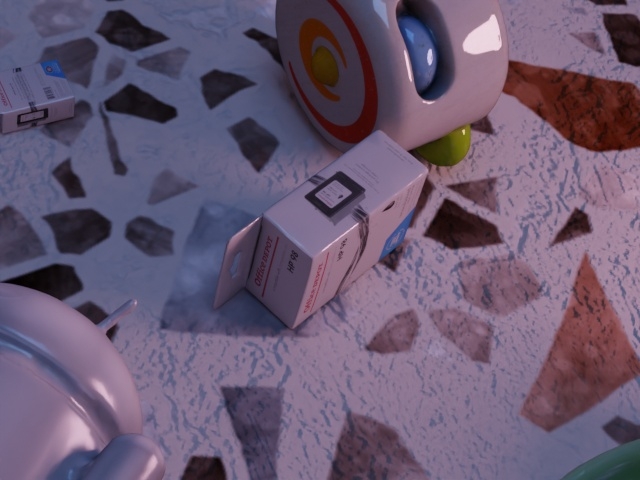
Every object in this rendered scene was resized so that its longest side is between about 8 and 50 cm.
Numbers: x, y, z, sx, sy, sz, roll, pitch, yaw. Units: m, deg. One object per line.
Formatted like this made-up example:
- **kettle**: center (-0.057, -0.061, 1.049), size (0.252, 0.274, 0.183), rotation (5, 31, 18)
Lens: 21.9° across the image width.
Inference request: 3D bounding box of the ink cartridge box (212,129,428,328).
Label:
- **ink cartridge box**: center (0.000, 0.000, 1.349), size (0.060, 0.104, 0.180), rotation (41, 56, 18)

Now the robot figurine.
- **robot figurine**: center (-0.249, 0.170, 1.103), size (0.300, 0.200, 0.353), rotation (5, 46, 30)

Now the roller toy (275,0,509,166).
- **roller toy**: center (0.053, -0.173, 1.438), size (0.146, 0.191, 0.209), rotation (-24, 61, -26)

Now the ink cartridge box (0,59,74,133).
- **ink cartridge box**: center (-0.262, -0.124, 1.438), size (0.083, 0.028, 0.048), rotation (-15, 57, -23)

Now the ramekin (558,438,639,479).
- **ramekin**: center (0.260, 0.289, 1.079), size (0.303, 0.148, 0.303), rotation (-15, 49, 18)
